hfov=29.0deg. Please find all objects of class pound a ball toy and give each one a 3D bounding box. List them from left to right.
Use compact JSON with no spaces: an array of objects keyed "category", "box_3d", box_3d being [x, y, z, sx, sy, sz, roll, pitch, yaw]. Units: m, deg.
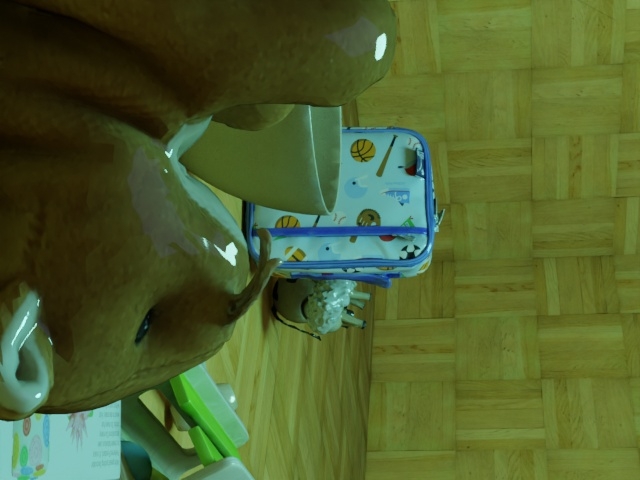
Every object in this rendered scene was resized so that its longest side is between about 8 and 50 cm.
[{"category":"pound a ball toy","box_3d":[-0.147,0.209,1.255,0.319,0.136,0.208,72,-8,-63]}]

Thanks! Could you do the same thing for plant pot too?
[{"category":"plant pot","box_3d":[-0.086,-0.167,1.449,0.284,0.191,0.284,-2,90,-81]}]

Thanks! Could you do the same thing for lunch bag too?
[{"category":"lunch bag","box_3d":[0.038,-0.050,1.903,0.115,0.304,0.243,79,11,-72]}]

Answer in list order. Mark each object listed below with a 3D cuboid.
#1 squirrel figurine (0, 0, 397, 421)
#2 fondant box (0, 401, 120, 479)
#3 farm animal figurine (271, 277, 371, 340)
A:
[{"category":"squirrel figurine","box_3d":[-0.165,-0.105,0.606,0.281,0.397,0.370,20,-82,56]},{"category":"fondant box","box_3d":[-0.212,0.004,0.844,0.238,0.096,0.330,46,42,-78]},{"category":"farm animal figurine","box_3d":[0.000,0.000,2.100,0.330,0.172,0.326,158,-50,-76]}]
